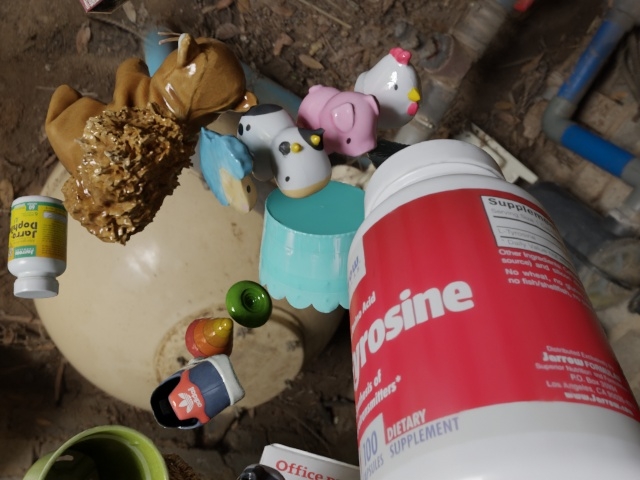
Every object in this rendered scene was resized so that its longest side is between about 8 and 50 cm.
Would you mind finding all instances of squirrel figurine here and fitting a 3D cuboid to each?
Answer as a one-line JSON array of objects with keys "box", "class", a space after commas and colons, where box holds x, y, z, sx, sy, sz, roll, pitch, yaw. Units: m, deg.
[{"box": [-0.295, -0.195, 1.061, 0.370, 0.397, 0.281, -27, 130, 22], "class": "squirrel figurine"}]

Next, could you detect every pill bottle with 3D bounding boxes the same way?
[{"box": [-0.618, 0.017, 1.271, 0.117, 0.209, 0.118, -5, 164, -1], "class": "pill bottle"}, {"box": [0.143, 0.085, 0.568, 0.228, 0.408, 0.229, -1, 133, -1], "class": "pill bottle"}]

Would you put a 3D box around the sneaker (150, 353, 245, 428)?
[{"box": [-0.271, 0.312, 1.161, 0.148, 0.131, 0.350, -24, 169, -28], "class": "sneaker"}]

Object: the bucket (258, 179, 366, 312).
[{"box": [0.000, 0.000, 1.254, 0.280, 0.281, 0.183, -9, 125, -19], "class": "bucket"}]

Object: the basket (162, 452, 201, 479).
[{"box": [-0.337, 0.669, 1.443, 0.223, 0.213, 0.299, -42, 97, -6], "class": "basket"}]

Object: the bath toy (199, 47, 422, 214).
[{"box": [0.012, -0.158, 0.772, 0.348, 0.151, 0.129, -31, 163, -27], "class": "bath toy"}]

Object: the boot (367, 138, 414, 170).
[{"box": [0.233, -0.145, 1.509, 0.094, 0.246, 0.207, -40, 127, -15], "class": "boot"}]

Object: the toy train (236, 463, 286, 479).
[{"box": [-0.120, 0.405, 0.620, 0.334, 0.142, 0.190, -47, 141, -50], "class": "toy train"}]

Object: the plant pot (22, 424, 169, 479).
[{"box": [-0.500, 0.531, 1.212, 0.276, 0.276, 0.253, 24, 151, -37], "class": "plant pot"}]

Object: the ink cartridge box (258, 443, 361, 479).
[{"box": [-0.027, 0.485, 0.876, 0.207, 0.283, 0.117, 17, 139, -2], "class": "ink cartridge box"}]

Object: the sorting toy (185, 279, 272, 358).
[{"box": [-0.164, 0.146, 1.399, 0.365, 0.127, 0.126, -43, 180, -43], "class": "sorting toy"}]

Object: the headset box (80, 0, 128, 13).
[{"box": [-0.341, -0.395, 0.931, 0.083, 0.062, 0.032, -23, 99, 25], "class": "headset box"}]
